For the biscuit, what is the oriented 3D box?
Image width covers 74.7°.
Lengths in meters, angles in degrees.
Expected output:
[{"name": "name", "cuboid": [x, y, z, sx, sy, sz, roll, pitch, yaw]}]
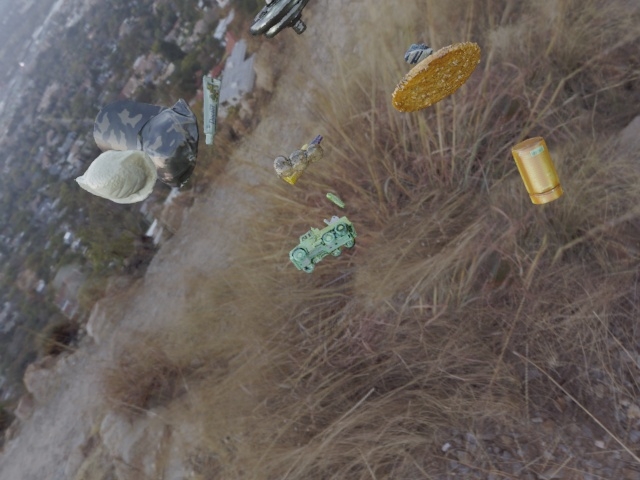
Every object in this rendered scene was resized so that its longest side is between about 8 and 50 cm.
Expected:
[{"name": "biscuit", "cuboid": [0.309, -0.425, 1.116, 0.254, 0.254, 0.035, -31, 76, 24]}]

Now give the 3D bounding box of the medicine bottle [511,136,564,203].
[{"name": "medicine bottle", "cuboid": [0.678, -0.218, 1.311, 0.096, 0.191, 0.096, -28, 14, 7]}]

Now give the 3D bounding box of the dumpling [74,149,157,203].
[{"name": "dumpling", "cuboid": [-0.531, -0.167, 1.128, 0.216, 0.166, 0.126, -42, 50, 6]}]

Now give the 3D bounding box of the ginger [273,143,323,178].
[{"name": "ginger", "cuboid": [-0.085, -0.314, 1.629, 0.204, 0.080, 0.104, -20, 62, 5]}]

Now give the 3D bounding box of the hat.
[{"name": "hat", "cuboid": [-0.670, -0.372, 1.603, 0.257, 0.382, 0.365, -124, 42, -61]}]

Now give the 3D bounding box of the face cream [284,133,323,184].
[{"name": "face cream", "cuboid": [-0.076, -0.394, 1.994, 0.078, 0.078, 0.273, 28, 79, 46]}]

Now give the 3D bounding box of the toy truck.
[{"name": "toy truck", "cuboid": [-0.001, 0.004, 1.595, 0.260, 0.128, 0.135, -35, 58, -2]}]

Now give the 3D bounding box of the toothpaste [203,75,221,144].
[{"name": "toothpaste", "cuboid": [-0.397, -0.469, 1.515, 0.037, 0.067, 0.255, -10, 77, 54]}]

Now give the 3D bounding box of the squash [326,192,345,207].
[{"name": "squash", "cuboid": [0.062, -0.159, 1.676, 0.027, 0.089, 0.027, -52, 0, -1]}]

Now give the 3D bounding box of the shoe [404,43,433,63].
[{"name": "shoe", "cuboid": [0.384, -0.749, 1.670, 0.071, 0.143, 0.063, 52, 147, 17]}]

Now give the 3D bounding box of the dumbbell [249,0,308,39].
[{"name": "dumbbell", "cuboid": [-0.134, -0.566, 0.901, 0.192, 0.290, 0.192, -34, 32, 25]}]
